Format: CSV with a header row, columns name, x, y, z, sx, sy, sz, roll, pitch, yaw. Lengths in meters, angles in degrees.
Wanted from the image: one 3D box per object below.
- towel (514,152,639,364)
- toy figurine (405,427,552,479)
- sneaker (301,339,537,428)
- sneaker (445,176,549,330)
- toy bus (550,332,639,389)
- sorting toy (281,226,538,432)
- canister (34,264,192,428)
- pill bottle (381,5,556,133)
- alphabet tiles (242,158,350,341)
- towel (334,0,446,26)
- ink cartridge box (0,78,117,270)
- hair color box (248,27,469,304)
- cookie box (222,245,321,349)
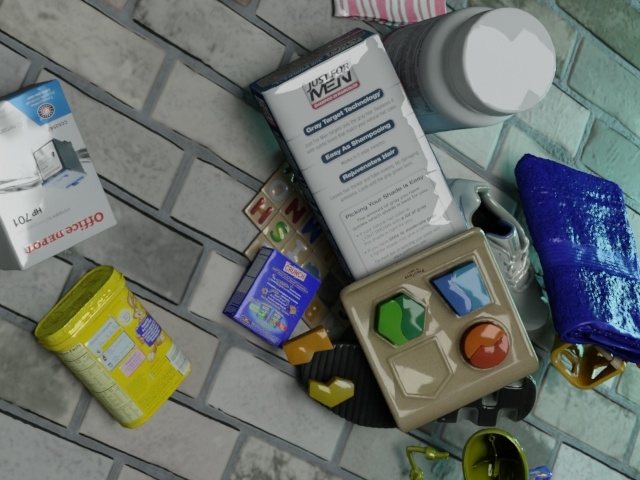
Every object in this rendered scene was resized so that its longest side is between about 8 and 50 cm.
name,x,y,z,sx,sy,sz,roll,pitch,yaw
towel,0.407,0.023,2.084,0.228,0.076,0.308,18,49,-41
toy figurine,0.273,0.411,2.080,0.217,0.191,0.362,-36,114,-60
sneaker,0.127,0.186,1.973,0.331,0.146,0.122,9,110,-13
sneaker,0.252,0.027,2.038,0.297,0.129,0.111,50,63,-26
toy bus,0.417,0.137,2.164,0.202,0.104,0.191,11,52,-47
sorting toy,0.119,0.143,1.863,0.307,0.041,0.229,-25,104,-3
canister,-0.252,0.134,1.724,0.126,0.073,0.170,-49,117,-24
pill bottle,0.188,-0.228,1.882,0.160,0.283,0.160,-1,92,-21
alphabet tiles,0.000,0.000,1.936,0.237,0.009,0.198,50,65,-25
towel,0.104,-0.380,1.993,0.197,0.029,0.144,1,89,-35
ink cartridge box,-0.346,-0.077,1.652,0.140,0.082,0.190,-30,105,-31
hair color box,0.062,-0.091,1.875,0.174,0.105,0.347,-28,108,-5
cookie box,-0.064,0.076,1.864,0.092,0.040,0.107,37,79,-29
